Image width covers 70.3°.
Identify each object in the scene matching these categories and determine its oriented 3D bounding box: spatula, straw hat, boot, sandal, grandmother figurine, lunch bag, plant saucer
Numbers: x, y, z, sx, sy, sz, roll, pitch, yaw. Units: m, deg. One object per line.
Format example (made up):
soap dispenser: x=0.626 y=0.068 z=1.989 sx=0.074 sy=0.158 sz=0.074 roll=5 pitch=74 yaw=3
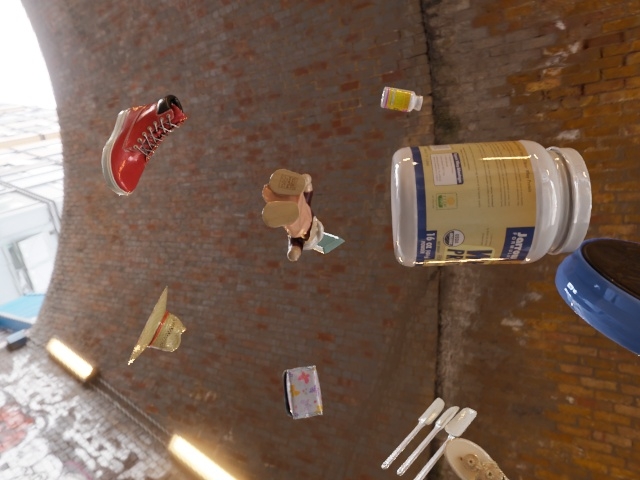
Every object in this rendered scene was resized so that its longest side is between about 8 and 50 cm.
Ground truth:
spatula: x=0.266 y=0.495 z=1.126 sx=0.019 sy=0.242 sz=0.168 roll=55 pitch=-21 yaw=-12
straw hat: x=-0.257 y=0.150 z=0.750 sx=0.061 sy=0.145 sz=0.144 roll=27 pitch=-46 yaw=-12
boot: x=-0.392 y=-0.225 z=1.037 sx=0.176 sy=0.088 sz=0.244 roll=-11 pitch=-120 yaw=20
sandal: x=0.387 y=0.532 z=1.004 sx=0.240 sy=0.088 sz=0.079 roll=46 pitch=-25 yaw=6
grandmother figurine: x=-0.054 y=-0.053 z=1.058 sx=0.104 sy=0.208 sz=0.342 roll=18 pitch=-13 yaw=10
lunch bag: x=-0.028 y=0.224 z=0.674 sx=0.083 sy=0.053 sz=0.071 roll=110 pitch=-27 yaw=-74
plant saucer: x=0.000 y=0.000 z=1.272 sx=0.018 sy=0.067 sz=0.192 roll=62 pitch=-15 yaw=-18

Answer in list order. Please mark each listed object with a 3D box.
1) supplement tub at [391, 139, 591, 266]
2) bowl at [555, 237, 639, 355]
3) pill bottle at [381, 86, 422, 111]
supplement tub: x=0.296 y=-0.067 z=0.847 sx=0.316 sy=0.228 sz=0.229 roll=-2 pitch=-67 yaw=7
bowl: x=0.622 y=0.108 z=0.783 sx=0.391 sy=0.391 sz=0.077 roll=27 pitch=-61 yaw=29
pill bottle: x=0.173 y=-0.299 z=0.967 sx=0.083 sy=0.043 sz=0.043 roll=10 pitch=-58 yaw=2
